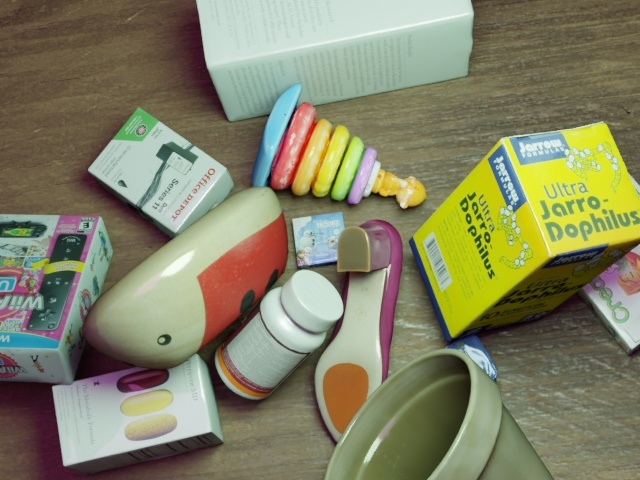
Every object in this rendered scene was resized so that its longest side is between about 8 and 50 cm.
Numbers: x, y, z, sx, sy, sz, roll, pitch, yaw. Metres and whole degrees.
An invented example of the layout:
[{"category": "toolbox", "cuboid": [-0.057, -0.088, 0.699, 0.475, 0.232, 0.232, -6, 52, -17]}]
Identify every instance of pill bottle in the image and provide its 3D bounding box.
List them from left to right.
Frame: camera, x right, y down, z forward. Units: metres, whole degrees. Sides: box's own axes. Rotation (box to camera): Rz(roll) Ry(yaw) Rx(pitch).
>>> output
[{"category": "pill bottle", "cuboid": [-0.067, 0.153, 1.883, 0.221, 0.121, 0.121, -47, 70, 32]}]

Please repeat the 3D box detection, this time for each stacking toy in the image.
[{"category": "stacking toy", "cuboid": [0.042, -0.127, 2.015, 0.301, 0.166, 0.175, 20, 58, -1]}]

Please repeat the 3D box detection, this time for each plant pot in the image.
[{"category": "plant pot", "cuboid": [0.208, 0.372, 1.748, 0.280, 0.323, 0.323, 41, 78, -19]}]

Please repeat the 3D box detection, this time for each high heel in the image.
[{"category": "high heel", "cuboid": [0.087, 0.155, 1.954, 0.127, 0.181, 0.377, 9, 95, 24]}]

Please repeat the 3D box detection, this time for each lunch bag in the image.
[{"category": "lunch bag", "cuboid": [0.248, 0.203, 1.921, 0.067, 0.065, 0.098, -29, 73, -4]}]

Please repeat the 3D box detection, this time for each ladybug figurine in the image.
[{"category": "ladybug figurine", "cuboid": [-0.191, 0.065, 1.868, 0.162, 0.305, 0.449, 51, 43, -3]}]

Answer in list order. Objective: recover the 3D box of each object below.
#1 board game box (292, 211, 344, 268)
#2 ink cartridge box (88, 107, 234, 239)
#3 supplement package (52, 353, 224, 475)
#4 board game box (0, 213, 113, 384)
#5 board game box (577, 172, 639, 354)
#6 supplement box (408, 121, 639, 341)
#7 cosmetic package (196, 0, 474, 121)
[{"category": "board game box", "cuboid": [0.000, 0.000, 2.032, 0.090, 0.020, 0.090, -8, 71, 3]}, {"category": "ink cartridge box", "cuboid": [-0.281, -0.112, 2.058, 0.208, 0.087, 0.153, 34, 79, 13]}, {"category": "supplement package", "cuboid": [-0.297, 0.288, 1.909, 0.244, 0.134, 0.139, -14, 72, 1]}, {"category": "board game box", "cuboid": [-0.497, 0.093, 1.946, 0.224, 0.097, 0.303, 0, 47, 7]}, {"category": "board game box", "cuboid": [0.502, 0.015, 1.964, 0.193, 0.053, 0.305, -35, 73, -6]}, {"category": "supplement box", "cuboid": [0.315, -0.005, 1.805, 0.194, 0.356, 0.195, -11, 70, -24]}, {"category": "cosmetic package", "cuboid": [0.029, -0.364, 2.035, 0.453, 0.230, 0.162, -10, 71, 1]}]
